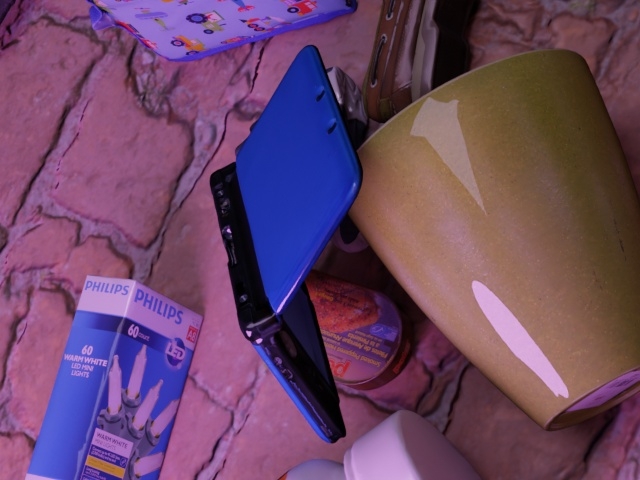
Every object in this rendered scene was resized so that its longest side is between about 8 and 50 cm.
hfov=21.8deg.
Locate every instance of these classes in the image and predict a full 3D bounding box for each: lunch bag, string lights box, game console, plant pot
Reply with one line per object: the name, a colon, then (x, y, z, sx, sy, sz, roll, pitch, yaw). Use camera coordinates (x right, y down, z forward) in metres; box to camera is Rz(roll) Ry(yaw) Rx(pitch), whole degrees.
lunch bag: (-0.144, -0.306, 1.924, 0.293, 0.221, 0.138, -23, 59, 22)
string lights box: (-0.227, 0.182, 1.823, 0.076, 0.133, 0.260, 5, 73, 35)
game console: (0.000, 0.000, 1.604, 0.173, 0.250, 0.293, -29, 32, 8)
plant pot: (0.200, 0.019, 1.563, 0.275, 0.275, 0.293, -33, 70, 17)

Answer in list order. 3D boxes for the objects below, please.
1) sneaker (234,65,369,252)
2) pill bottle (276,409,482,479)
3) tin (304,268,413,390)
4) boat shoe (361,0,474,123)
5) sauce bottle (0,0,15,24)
sneaker: (-0.021, -0.068, 1.825, 0.153, 0.094, 0.235, -24, 59, 24)
pill bottle: (-0.019, 0.348, 1.562, 0.392, 0.224, 0.224, -39, 54, 13)
tin: (0.014, 0.095, 1.768, 0.189, 0.040, 0.106, 19, 77, 37)
boat shoe: (0.109, -0.274, 1.818, 0.104, 0.111, 0.307, 2, 71, 32)
sauce bottle: (-0.382, -0.419, 2.195, 0.111, 0.111, 0.344, 29, 86, 38)
